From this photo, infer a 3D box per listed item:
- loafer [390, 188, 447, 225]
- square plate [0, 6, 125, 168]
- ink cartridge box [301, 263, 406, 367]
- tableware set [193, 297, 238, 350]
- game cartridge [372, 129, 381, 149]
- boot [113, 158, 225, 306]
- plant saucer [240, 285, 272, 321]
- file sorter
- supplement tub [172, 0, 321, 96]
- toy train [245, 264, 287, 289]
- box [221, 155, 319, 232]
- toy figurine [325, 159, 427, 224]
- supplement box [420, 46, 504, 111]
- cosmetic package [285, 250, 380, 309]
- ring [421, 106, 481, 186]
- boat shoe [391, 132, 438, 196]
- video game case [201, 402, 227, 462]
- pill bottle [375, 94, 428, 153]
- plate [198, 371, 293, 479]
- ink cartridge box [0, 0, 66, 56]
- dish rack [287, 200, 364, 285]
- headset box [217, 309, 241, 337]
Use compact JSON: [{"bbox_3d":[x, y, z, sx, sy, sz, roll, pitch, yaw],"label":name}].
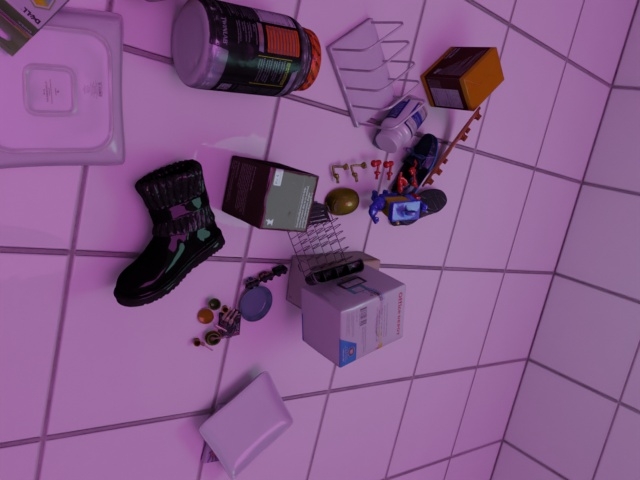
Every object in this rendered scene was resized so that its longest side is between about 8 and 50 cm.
[{"bbox_3d":[0.364,-0.123,2.078,0.267,0.084,0.096,-26,90,-36],"label":"loafer"},{"bbox_3d":[-0.586,-0.327,1.192,0.343,0.049,0.348,-8,111,-38],"label":"square plate"},{"bbox_3d":[0.104,0.227,1.737,0.270,0.197,0.198,-17,118,-35],"label":"ink cartridge box"},{"bbox_3d":[-0.319,0.249,1.630,0.104,0.024,0.154,33,94,-19],"label":"tableware set"},{"bbox_3d":[0.213,-0.338,1.896,0.083,0.017,0.056,16,92,-43],"label":"game cartridge"},{"bbox_3d":[-0.410,-0.025,1.395,0.348,0.131,0.260,-44,137,-34],"label":"boot"},{"bbox_3d":[-0.205,0.195,1.732,0.119,0.021,0.120,-15,114,-36],"label":"plant saucer"},{"bbox_3d":[0.182,-0.507,1.700,0.193,0.173,0.278,-41,128,-22],"label":"file sorter"},{"bbox_3d":[-0.176,-0.470,1.383,0.337,0.207,0.207,-5,109,-39],"label":"supplement tub"},{"bbox_3d":[-0.171,0.111,1.719,0.158,0.036,0.027,-24,142,-34],"label":"toy train"},{"bbox_3d":[-0.143,-0.130,1.541,0.167,0.203,0.169,5,103,-42],"label":"box"},{"bbox_3d":[0.223,-0.140,1.796,0.362,0.217,0.191,-4,116,-27],"label":"toy figurine"},{"bbox_3d":[0.493,-0.566,1.928,0.191,0.194,0.129,-45,129,-19],"label":"supplement box"},{"bbox_3d":[0.046,0.130,1.862,0.309,0.113,0.160,-4,109,-40],"label":"cosmetic package"},{"bbox_3d":[0.467,-0.323,1.959,0.337,0.032,0.336,-53,176,-5],"label":"ring"},{"bbox_3d":[0.339,-0.265,1.971,0.089,0.109,0.258,23,88,-40],"label":"boat shoe"},{"bbox_3d":[-0.285,0.626,1.823,0.183,0.023,0.202,10,99,-42],"label":"video game case"},{"bbox_3d":[0.266,-0.384,1.845,0.187,0.112,0.112,-53,132,-21],"label":"pill bottle"},{"bbox_3d":[-0.240,0.594,1.804,0.277,0.045,0.278,-37,126,-24],"label":"plate"},{"bbox_3d":[-0.577,-0.478,1.088,0.109,0.062,0.209,43,62,-29],"label":"ink cartridge box"},{"bbox_3d":[0.000,0.000,1.715,0.208,0.074,0.272,-13,77,-41],"label":"dish rack"},{"bbox_3d":[-0.277,0.257,1.686,0.062,0.032,0.083,-5,107,-39],"label":"headset box"}]
